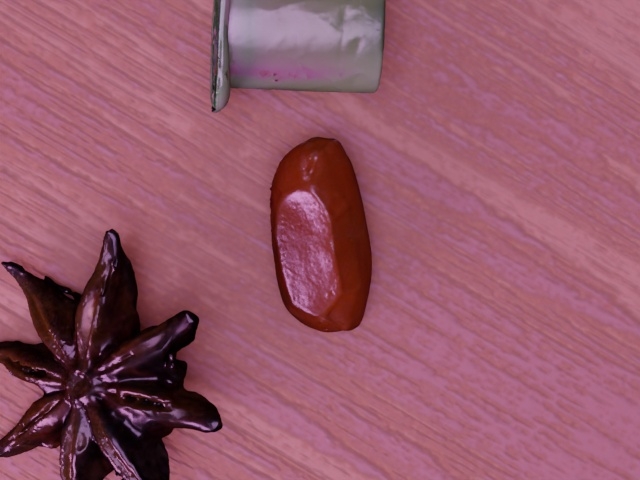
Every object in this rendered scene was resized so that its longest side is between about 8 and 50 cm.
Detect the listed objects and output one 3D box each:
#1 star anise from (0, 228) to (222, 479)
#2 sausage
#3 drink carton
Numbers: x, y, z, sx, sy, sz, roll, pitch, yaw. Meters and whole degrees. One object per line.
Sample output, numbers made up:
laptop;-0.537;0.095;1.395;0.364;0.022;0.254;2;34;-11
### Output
star anise;-0.185;0.121;1.628;0.272;0.102;0.272;2;93;31
sausage;0.000;0.000;1.603;0.089;0.089;0.179;-7;105;4
drink carton;-0.020;-0.180;1.566;0.142;0.144;0.146;1;97;-6
